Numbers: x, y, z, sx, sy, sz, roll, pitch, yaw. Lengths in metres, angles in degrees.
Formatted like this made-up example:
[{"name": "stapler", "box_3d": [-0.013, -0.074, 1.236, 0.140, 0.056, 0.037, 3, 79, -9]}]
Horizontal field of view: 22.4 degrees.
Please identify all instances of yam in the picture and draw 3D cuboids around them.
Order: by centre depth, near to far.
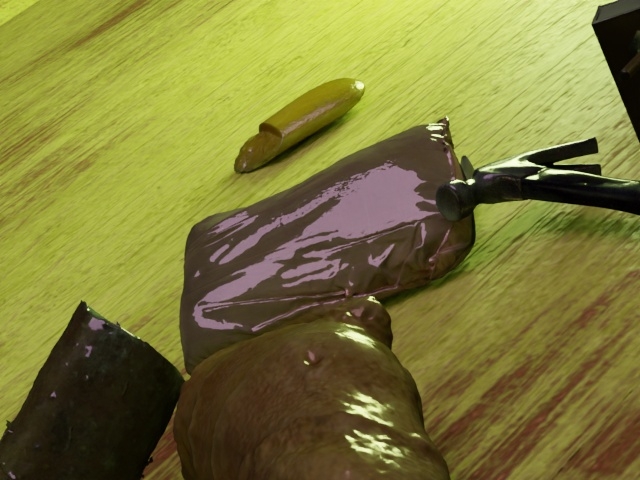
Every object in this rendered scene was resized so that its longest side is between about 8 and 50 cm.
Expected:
[{"name": "yam", "box_3d": [-0.186, 0.175, 1.108, 0.106, 0.106, 0.259, 8, 66, 56]}]

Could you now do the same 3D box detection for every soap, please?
[{"name": "soap", "box_3d": [-0.025, -0.129, 1.766, 0.168, 0.033, 0.089, -36, 20, -19]}]

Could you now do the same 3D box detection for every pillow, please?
[{"name": "pillow", "box_3d": [0.000, 0.000, 1.358, 0.270, 0.067, 0.173, -21, 46, 8]}]

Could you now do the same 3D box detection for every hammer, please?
[{"name": "hammer", "box_3d": [0.234, -0.036, 1.217, 0.137, 0.037, 0.290, -24, 21, -35]}]

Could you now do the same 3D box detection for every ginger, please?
[{"name": "ginger", "box_3d": [0.001, 0.137, 1.002, 0.190, 0.126, 0.354, -47, 26, 2]}]

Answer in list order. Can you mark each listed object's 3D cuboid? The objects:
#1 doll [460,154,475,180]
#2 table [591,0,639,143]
[{"name": "doll", "box_3d": [0.024, -0.025, 1.445, 0.227, 0.057, 0.114, -28, 25, -5]}, {"name": "table", "box_3d": [0.340, -0.147, 1.253, 0.240, 0.122, 0.111, -17, 23, 27]}]
